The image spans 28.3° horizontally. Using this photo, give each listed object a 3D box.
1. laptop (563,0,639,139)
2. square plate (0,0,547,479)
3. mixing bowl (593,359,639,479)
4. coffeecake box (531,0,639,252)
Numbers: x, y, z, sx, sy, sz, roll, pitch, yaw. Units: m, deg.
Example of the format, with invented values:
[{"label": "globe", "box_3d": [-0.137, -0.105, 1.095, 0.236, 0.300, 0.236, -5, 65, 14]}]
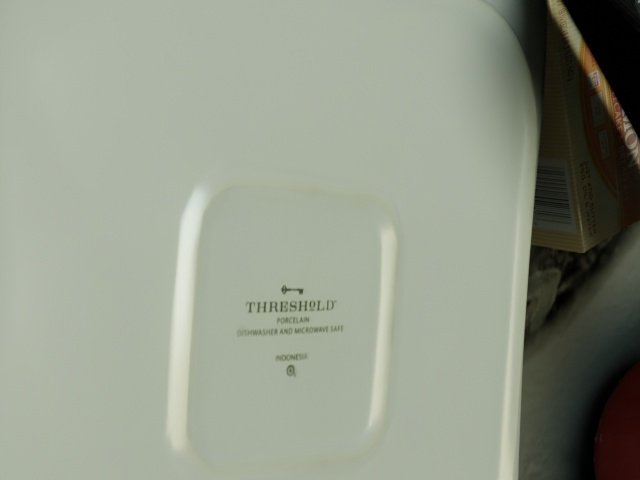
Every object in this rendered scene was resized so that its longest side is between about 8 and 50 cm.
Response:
[{"label": "laptop", "box_3d": [0.203, -0.096, 0.588, 0.264, 0.136, 0.234, -53, 127, -22]}, {"label": "square plate", "box_3d": [-0.021, 0.029, 0.456, 0.347, 0.049, 0.344, 4, 89, -45]}, {"label": "mixing bowl", "box_3d": [0.229, 0.130, 0.761, 0.181, 0.098, 0.181, -2, 92, -43]}, {"label": "coffeecake box", "box_3d": [0.165, -0.094, 0.693, 0.185, 0.068, 0.142, -26, 113, -36]}]
